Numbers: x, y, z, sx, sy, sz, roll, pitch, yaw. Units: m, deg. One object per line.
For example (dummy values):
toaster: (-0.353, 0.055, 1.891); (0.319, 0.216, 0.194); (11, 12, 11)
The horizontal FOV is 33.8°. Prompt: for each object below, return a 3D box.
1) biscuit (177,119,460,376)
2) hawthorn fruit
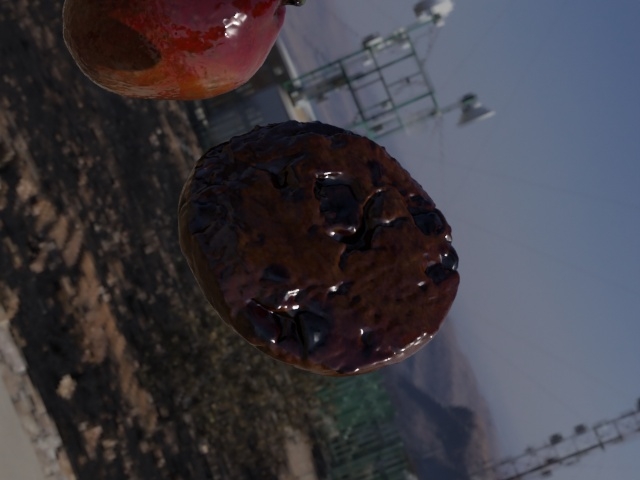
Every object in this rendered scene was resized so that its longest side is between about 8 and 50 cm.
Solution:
biscuit: (0.000, 0.000, 0.683); (0.049, 0.192, 0.192); (117, -40, -53)
hawthorn fruit: (-0.106, -0.184, 0.833); (0.169, 0.188, 0.169); (8, 90, -84)
